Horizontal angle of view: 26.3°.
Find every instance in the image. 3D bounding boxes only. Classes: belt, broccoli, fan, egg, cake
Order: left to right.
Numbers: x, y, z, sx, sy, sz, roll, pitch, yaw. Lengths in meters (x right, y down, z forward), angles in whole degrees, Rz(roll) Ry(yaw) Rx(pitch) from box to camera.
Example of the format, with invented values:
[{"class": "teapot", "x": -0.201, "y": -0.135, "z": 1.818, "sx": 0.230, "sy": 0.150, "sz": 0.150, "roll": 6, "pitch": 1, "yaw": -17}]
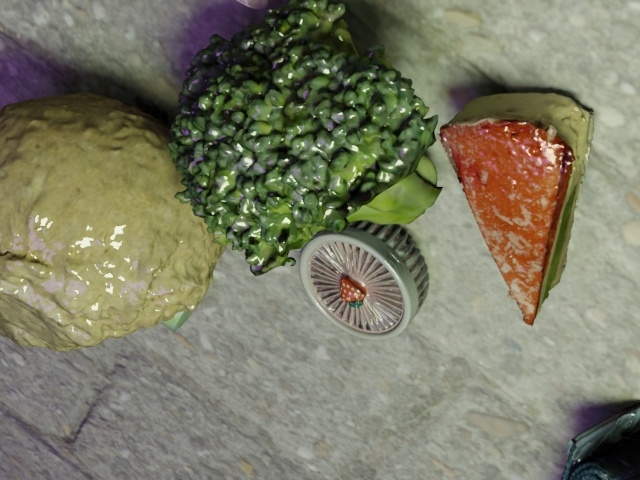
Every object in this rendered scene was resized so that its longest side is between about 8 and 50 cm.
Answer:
[{"class": "egg", "x": -0.248, "y": -0.019, "z": 1.390, "sx": 0.310, "sy": 0.279, "sz": 0.279, "roll": 6, "pitch": 130, "yaw": 29}, {"class": "fan", "x": 0.000, "y": 0.000, "z": 1.382, "sx": 0.244, "sy": 0.074, "sz": 0.130, "roll": 39, "pitch": 140, "yaw": 5}, {"class": "broccoli", "x": 0.005, "y": -0.091, "z": 1.224, "sx": 0.288, "sy": 0.246, "sz": 0.248, "roll": 40, "pitch": 115, "yaw": 39}, {"class": "cake", "x": 0.202, "y": -0.032, "z": 1.201, "sx": 0.117, "sy": 0.086, "sz": 0.220, "roll": -6, "pitch": 122, "yaw": 41}, {"class": "belt", "x": 0.310, "y": 0.272, "z": 1.383, "sx": 0.122, "sy": 0.128, "sz": 0.218, "roll": 50, "pitch": 149, "yaw": 32}]

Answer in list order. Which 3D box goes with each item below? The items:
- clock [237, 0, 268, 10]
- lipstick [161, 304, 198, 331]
[{"class": "clock", "x": -0.047, "y": -0.283, "z": 1.167, "sx": 0.151, "sy": 0.062, "sz": 0.191, "roll": 46, "pitch": 138, "yaw": -10}, {"class": "lipstick", "x": -0.268, "y": -0.011, "z": 1.555, "sx": 0.304, "sy": 0.076, "sz": 0.076, "roll": 36, "pitch": 139, "yaw": 3}]
